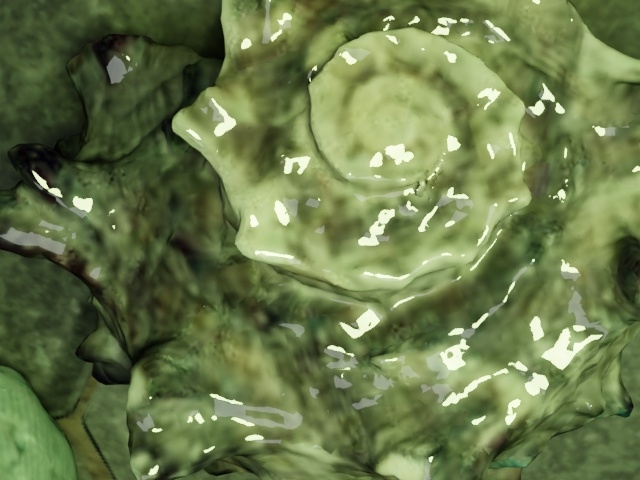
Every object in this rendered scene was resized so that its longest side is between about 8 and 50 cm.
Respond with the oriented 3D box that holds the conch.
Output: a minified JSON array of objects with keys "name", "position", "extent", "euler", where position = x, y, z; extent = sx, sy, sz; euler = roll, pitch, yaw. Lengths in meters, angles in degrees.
[{"name":"conch","position":[0.003,-0.012,0.613],"extent":[0.313,0.186,0.240],"euler":[-1,101,30]}]

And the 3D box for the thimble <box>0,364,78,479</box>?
[{"name":"thimble","position":[-0.224,0.153,0.775],"extent":[0.205,0.172,0.250],"euler":[-15,123,16]}]
